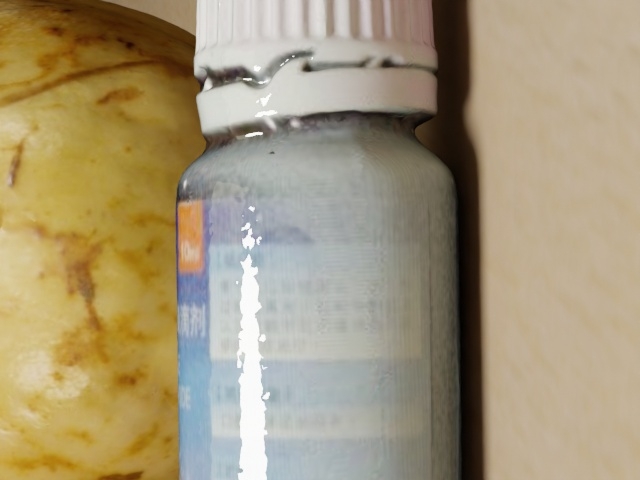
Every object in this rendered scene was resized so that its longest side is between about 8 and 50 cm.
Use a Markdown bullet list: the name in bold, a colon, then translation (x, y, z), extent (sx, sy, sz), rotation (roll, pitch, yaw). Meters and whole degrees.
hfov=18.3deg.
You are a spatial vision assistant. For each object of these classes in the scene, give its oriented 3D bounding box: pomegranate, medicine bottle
- **pomegranate**: translation (-0.110, 0.008, 0.787), extent (0.215, 0.215, 0.215), rotation (179, 90, -78)
- **medicine bottle**: translation (0.000, 0.000, 0.570), extent (0.083, 0.083, 0.203), rotation (177, 94, -78)
